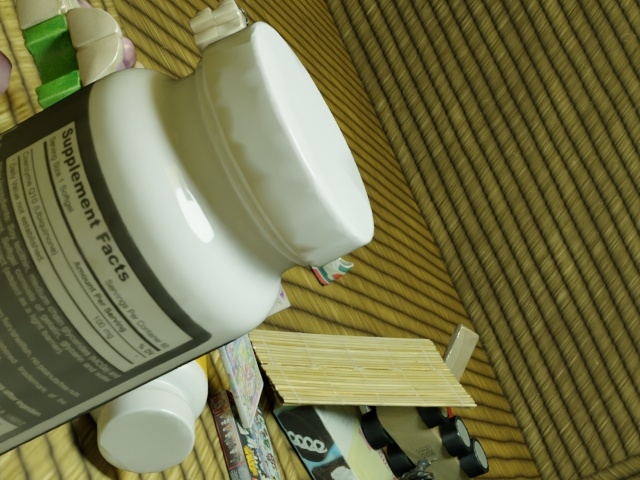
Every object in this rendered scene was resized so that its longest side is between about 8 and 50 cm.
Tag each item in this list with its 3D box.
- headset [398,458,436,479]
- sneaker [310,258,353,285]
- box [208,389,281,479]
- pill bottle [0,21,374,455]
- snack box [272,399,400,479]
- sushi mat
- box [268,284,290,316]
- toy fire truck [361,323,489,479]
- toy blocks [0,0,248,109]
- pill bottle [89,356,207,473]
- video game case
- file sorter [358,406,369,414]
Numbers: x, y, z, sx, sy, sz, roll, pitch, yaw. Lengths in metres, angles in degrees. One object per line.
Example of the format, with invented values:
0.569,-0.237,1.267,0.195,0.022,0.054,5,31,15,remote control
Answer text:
0.258,0.470,1.694,0.394,0.243,0.185,48,-16,7,headset
0.000,0.000,2.161,0.161,0.075,0.057,59,13,-19,sneaker
-0.084,0.252,1.435,0.094,0.027,0.137,41,26,-57,box
-0.159,0.004,0.875,0.210,0.363,0.210,58,13,-22,pill bottle
0.044,0.321,1.728,0.322,0.060,0.187,60,13,-13,snack box
0.054,0.179,1.676,0.317,0.019,0.151,6,34,-30,sushi mat
-0.116,0.086,1.559,0.067,0.063,0.324,66,13,3,box
0.168,0.230,1.861,0.217,0.159,0.246,52,21,-36,toy fire truck
-0.184,-0.107,1.139,0.260,0.309,0.288,58,11,-61,toy blocks
-0.168,0.117,1.169,0.117,0.118,0.208,54,16,-36,pill bottle
-0.093,0.145,1.419,0.087,0.011,0.122,-75,154,-59,video game case
0.131,0.280,2.030,0.104,0.118,0.170,69,14,11,file sorter
